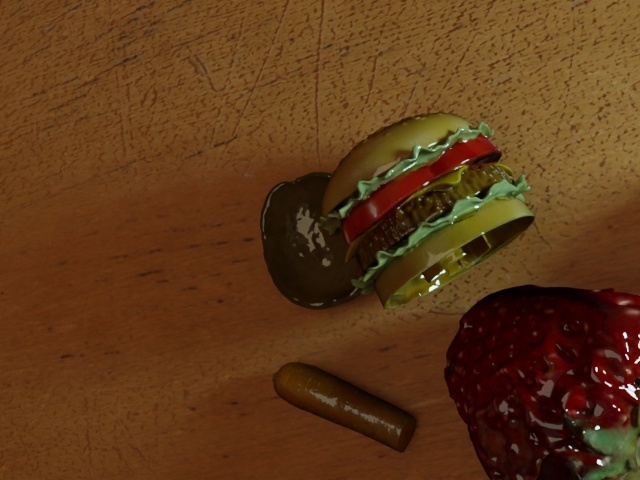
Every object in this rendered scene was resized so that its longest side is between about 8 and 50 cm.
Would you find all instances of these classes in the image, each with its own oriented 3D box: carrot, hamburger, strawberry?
[{"bbox_3d":[0.028,0.235,1.857,0.225,0.067,0.067,23,95,22],"label":"carrot"},{"bbox_3d":[0.131,-0.055,1.726,0.274,0.274,0.212,-35,77,18],"label":"hamburger"},{"bbox_3d":[0.312,0.195,1.649,0.345,0.295,0.317,35,121,56],"label":"strawberry"}]

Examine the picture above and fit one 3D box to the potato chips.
[{"bbox_3d":[0.001,0.001,1.892,0.208,0.062,0.195,31,93,25],"label":"potato chips"}]
